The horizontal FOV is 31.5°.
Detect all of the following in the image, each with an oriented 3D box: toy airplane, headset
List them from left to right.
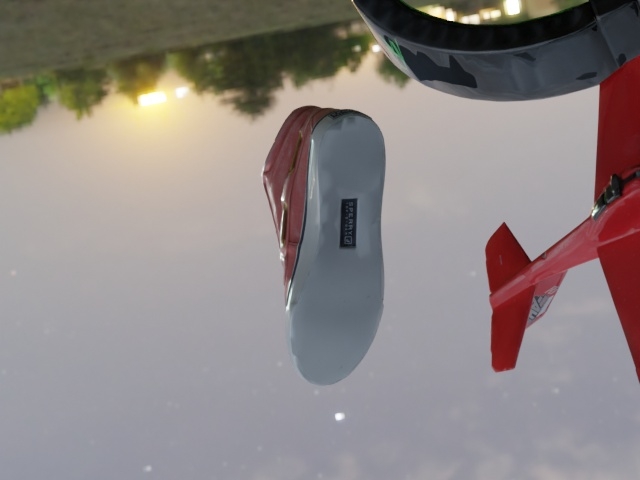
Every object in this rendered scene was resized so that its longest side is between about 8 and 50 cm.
[{"bbox_3d":[0.103,-0.001,0.430,0.028,0.151,0.151,15,-179,-19],"label":"toy airplane"},{"bbox_3d":[0.203,-0.208,0.624,0.394,0.243,0.185,-27,141,15],"label":"headset"}]

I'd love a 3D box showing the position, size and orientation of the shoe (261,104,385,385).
[{"bbox_3d":[0.000,0.000,0.741,0.064,0.178,0.081,0,-168,-23],"label":"shoe"}]
